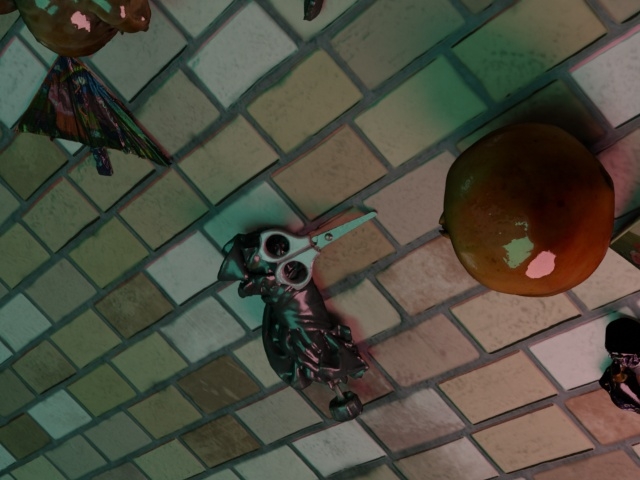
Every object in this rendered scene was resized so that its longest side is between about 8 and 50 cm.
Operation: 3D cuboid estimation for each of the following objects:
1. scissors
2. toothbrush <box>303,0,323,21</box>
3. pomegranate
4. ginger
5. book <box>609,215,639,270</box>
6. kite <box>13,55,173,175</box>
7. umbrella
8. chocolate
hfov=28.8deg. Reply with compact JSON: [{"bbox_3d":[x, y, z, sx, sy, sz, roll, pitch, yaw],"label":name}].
[{"bbox_3d":[0.000,0.000,1.743,0.189,0.015,0.100,-27,105,22],"label":"scissors"},{"bbox_3d":[0.023,-0.364,1.427,0.030,0.030,0.297,25,139,2],"label":"toothbrush"},{"bbox_3d":[0.238,-0.030,1.435,0.209,0.209,0.209,21,137,21],"label":"pomegranate"},{"bbox_3d":[-0.383,-0.353,1.654,0.375,0.176,0.256,23,156,16],"label":"ginger"},{"bbox_3d":[0.461,0.026,1.364,0.228,0.018,0.322,37,163,4],"label":"book"},{"bbox_3d":[-0.366,-0.193,1.898,0.321,0.016,0.234,13,134,29],"label":"kite"},{"bbox_3d":[-0.028,0.135,1.872,0.143,0.094,0.349,-6,119,39],"label":"umbrella"},{"bbox_3d":[0.391,0.170,1.613,0.072,0.070,0.147,43,150,43],"label":"chocolate"}]
